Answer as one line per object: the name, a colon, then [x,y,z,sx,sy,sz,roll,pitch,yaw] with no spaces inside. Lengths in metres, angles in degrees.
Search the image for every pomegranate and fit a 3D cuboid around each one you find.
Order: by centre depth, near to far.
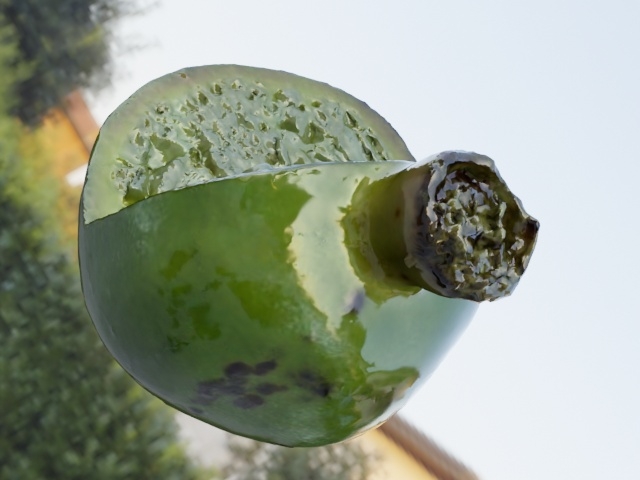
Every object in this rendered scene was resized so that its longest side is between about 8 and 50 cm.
pomegranate: [-0.004,0.012,0.446,0.169,0.143,0.122,26,-72,46]
